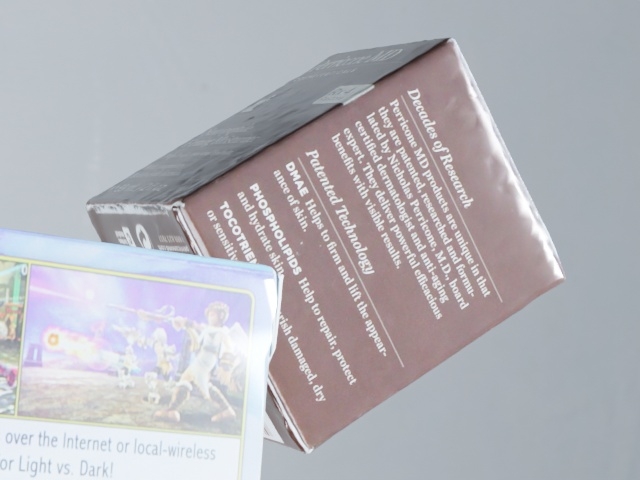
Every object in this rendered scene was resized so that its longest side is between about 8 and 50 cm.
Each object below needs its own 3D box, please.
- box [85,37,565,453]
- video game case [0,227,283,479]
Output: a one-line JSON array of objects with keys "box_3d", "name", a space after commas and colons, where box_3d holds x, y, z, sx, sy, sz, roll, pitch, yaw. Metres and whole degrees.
[{"box_3d": [0.000, 0.000, 1.168, 0.203, 0.168, 0.167, -33, 104, -21], "name": "box"}, {"box_3d": [-0.142, 0.111, 0.439, 0.269, 0.061, 0.244, 9, 82, -34], "name": "video game case"}]
